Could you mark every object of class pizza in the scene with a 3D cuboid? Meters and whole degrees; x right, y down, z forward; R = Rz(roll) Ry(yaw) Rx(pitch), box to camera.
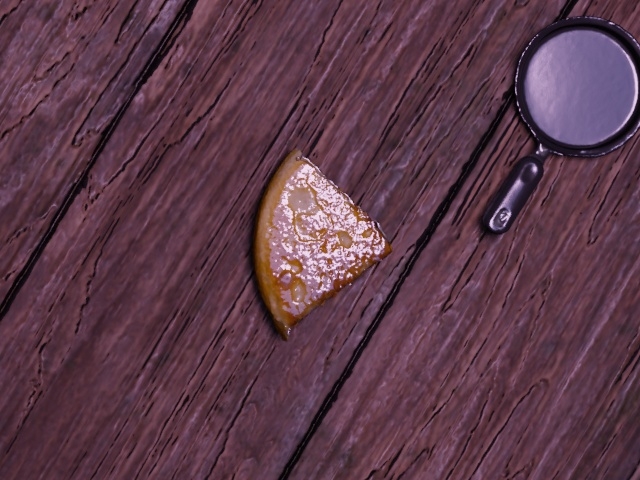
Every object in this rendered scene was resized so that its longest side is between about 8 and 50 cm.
[{"bbox_3d":[0.000,0.000,1.811,0.131,0.041,0.178,-8,92,-6],"label":"pizza"}]

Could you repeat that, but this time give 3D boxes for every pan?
[{"bbox_3d":[0.222,-0.106,1.847,0.136,0.028,0.235,35,83,-7],"label":"pan"}]
